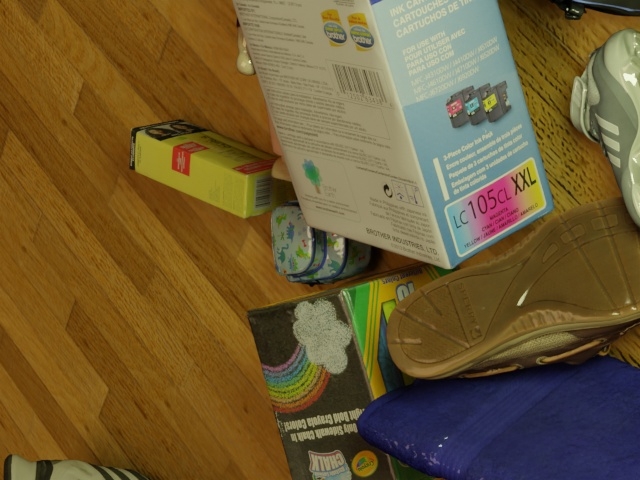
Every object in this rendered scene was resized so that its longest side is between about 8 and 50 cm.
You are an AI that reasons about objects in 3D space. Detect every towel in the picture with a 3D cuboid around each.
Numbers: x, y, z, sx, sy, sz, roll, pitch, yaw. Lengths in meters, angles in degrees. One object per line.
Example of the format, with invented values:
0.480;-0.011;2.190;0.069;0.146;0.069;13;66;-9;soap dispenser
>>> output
0.217;0.191;1.661;0.308;0.228;0.076;22;137;43;towel

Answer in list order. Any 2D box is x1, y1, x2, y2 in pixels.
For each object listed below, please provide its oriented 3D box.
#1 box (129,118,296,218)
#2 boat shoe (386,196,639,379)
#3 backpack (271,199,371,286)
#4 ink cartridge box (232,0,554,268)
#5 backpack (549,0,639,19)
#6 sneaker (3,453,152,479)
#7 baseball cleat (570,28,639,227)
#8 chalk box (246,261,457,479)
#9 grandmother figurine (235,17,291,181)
-0.135;-0.091;2.076;0.232;0.087;0.058;25;119;44;box
0.238;0.059;1.632;0.342;0.123;0.123;-25;62;17;boat shoe
0.000;0.000;1.943;0.114;0.084;0.105;-7;87;47;backpack
0.053;-0.193;1.674;0.270;0.151;0.395;18;134;55;ink cartridge box
0.247;-0.272;1.539;0.173;0.158;0.117;39;121;50;backpack
-0.294;0.425;2.243;0.447;0.257;0.169;-109;20;-61;sneaker
0.290;-0.094;1.586;0.109;0.072;0.206;-36;50;56;baseball cleat
0.070;0.185;1.855;0.180;0.179;0.289;-15;91;49;chalk box
-0.037;-0.248;1.834;0.104;0.208;0.342;-5;116;14;grandmother figurine
